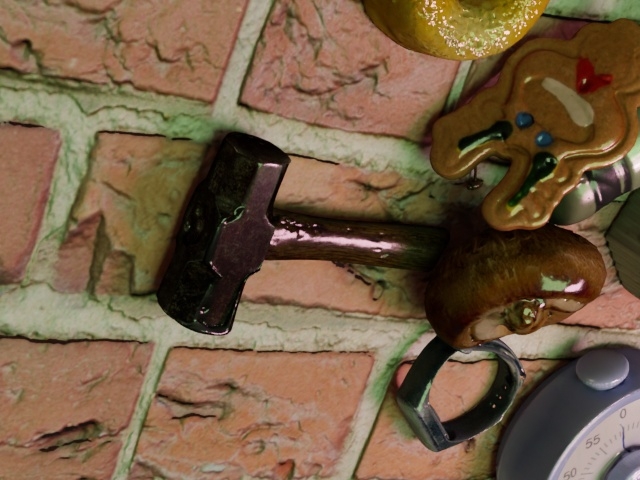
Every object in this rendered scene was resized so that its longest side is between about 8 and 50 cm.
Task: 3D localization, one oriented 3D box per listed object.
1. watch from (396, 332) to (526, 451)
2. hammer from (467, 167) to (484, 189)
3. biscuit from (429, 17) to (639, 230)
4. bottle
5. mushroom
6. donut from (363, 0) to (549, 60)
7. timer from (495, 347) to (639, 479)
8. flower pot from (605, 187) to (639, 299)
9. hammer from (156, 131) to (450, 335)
[{"bbox_3d":[0.207,0.211,1.941,0.193,0.068,0.206,-41,134,-10],"label":"watch"},{"bbox_3d":[0.213,-0.125,1.789,0.029,0.014,0.123,-21,124,-32],"label":"hammer"},{"bbox_3d":[0.306,-0.164,1.721,0.334,0.202,0.047,-40,169,-6],"label":"biscuit"},{"bbox_3d":[0.431,-0.155,1.818,0.347,0.168,0.168,-34,129,-6],"label":"bottle"},{"bbox_3d":[0.266,0.060,1.802,0.253,0.253,0.153,-7,75,-29],"label":"mushroom"},{"bbox_3d":[0.186,-0.341,1.587,0.277,0.108,0.278,-15,123,-25],"label":"donut"},{"bbox_3d":[0.465,0.345,2.111,0.395,0.173,0.395,-15,123,-24],"label":"timer"},{"bbox_3d":[0.576,0.013,1.982,0.209,0.189,0.239,-37,128,-9],"label":"flower pot"},{"bbox_3d":[0.000,0.000,1.693,0.408,0.095,0.242,4,113,-40],"label":"hammer"}]
